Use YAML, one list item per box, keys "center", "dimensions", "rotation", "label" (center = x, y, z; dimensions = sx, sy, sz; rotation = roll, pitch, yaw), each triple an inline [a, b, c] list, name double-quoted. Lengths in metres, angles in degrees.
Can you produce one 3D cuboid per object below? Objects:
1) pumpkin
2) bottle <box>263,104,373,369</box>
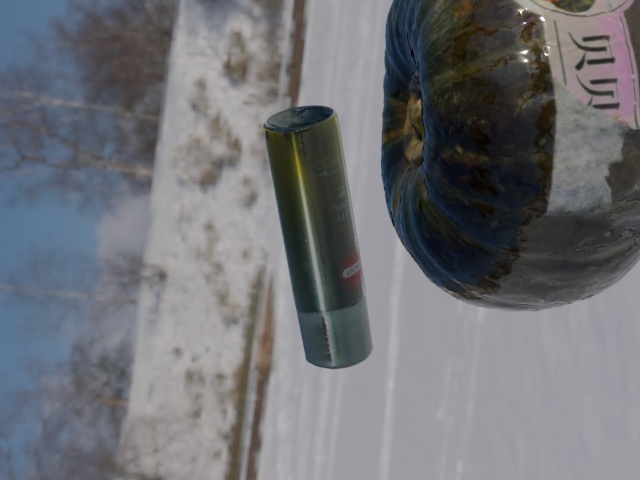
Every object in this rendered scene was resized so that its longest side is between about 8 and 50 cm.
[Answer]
- center: [0.142, -0.080, 0.891]
  dimensions: [0.260, 0.189, 0.260]
  rotation: [-179, 90, -81]
  label: "pumpkin"
- center: [0.000, 0.000, 1.494]
  dimensions: [0.082, 0.082, 0.286]
  rotation: [-82, -16, -66]
  label: "bottle"
